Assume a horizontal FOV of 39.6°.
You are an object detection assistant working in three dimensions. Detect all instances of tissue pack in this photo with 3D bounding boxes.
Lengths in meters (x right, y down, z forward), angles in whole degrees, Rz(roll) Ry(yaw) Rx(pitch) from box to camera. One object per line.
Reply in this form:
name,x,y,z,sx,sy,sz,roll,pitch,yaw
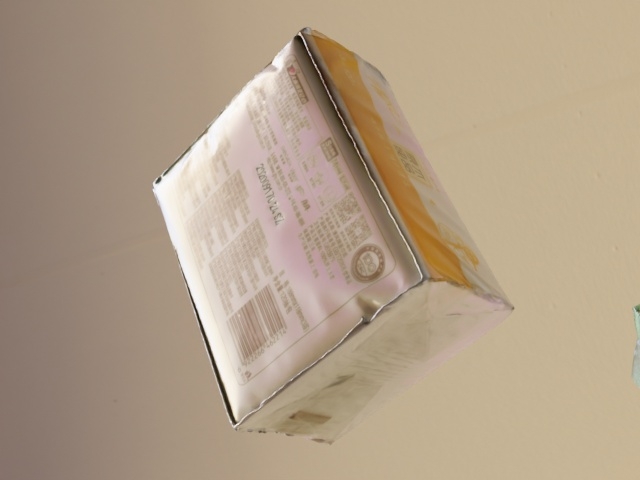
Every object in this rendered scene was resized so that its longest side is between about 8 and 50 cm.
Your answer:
tissue pack,0.000,0.000,0.638,0.185,0.124,0.225,-40,-126,24

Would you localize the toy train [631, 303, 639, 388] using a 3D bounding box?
toy train,0.365,0.142,0.648,0.159,0.129,0.326,-17,-144,-10
